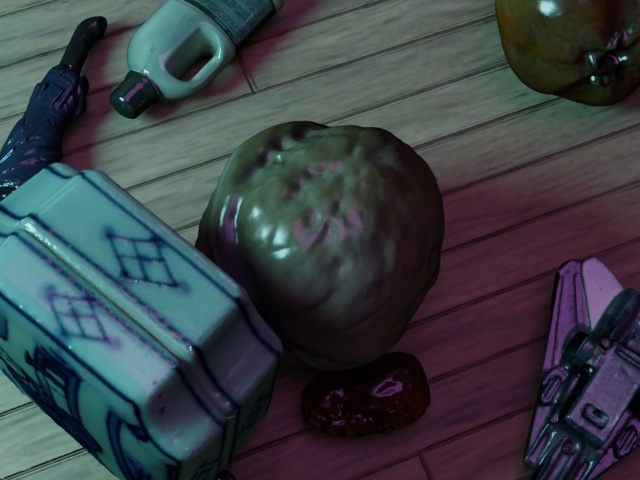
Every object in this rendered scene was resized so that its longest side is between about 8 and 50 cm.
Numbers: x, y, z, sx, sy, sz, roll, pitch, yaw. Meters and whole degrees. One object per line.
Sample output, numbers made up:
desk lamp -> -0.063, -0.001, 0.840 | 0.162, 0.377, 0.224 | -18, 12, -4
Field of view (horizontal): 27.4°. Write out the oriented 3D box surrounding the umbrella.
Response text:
umbrella -> -0.284, -0.137, 1.399 | 0.071, 0.071, 0.248 | 15, 59, 1

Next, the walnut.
walnut -> 0.002, 0.001, 1.263 | 0.248, 0.248, 0.248 | 2, 66, -5

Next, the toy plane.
toy plane -> 0.253, 0.182, 1.282 | 0.204, 0.103, 0.316 | 34, 67, 8

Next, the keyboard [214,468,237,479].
keyboard -> -0.037, 0.361, 1.221 | 0.101, 0.018, 0.310 | -32, 73, -16

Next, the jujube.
jujube -> 0.044, 0.154, 1.291 | 0.129, 0.077, 0.077 | -12, 68, -4

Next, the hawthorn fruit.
hawthorn fruit -> 0.285, -0.272, 1.453 | 0.199, 0.199, 0.251 | -2, 51, -7

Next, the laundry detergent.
laundry detergent -> -0.144, -0.218, 1.436 | 0.099, 0.070, 0.226 | 39, 67, 4

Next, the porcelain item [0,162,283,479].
porcelain item -> -0.182, 0.093, 1.181 | 0.286, 0.281, 0.157 | 39, 66, 9
